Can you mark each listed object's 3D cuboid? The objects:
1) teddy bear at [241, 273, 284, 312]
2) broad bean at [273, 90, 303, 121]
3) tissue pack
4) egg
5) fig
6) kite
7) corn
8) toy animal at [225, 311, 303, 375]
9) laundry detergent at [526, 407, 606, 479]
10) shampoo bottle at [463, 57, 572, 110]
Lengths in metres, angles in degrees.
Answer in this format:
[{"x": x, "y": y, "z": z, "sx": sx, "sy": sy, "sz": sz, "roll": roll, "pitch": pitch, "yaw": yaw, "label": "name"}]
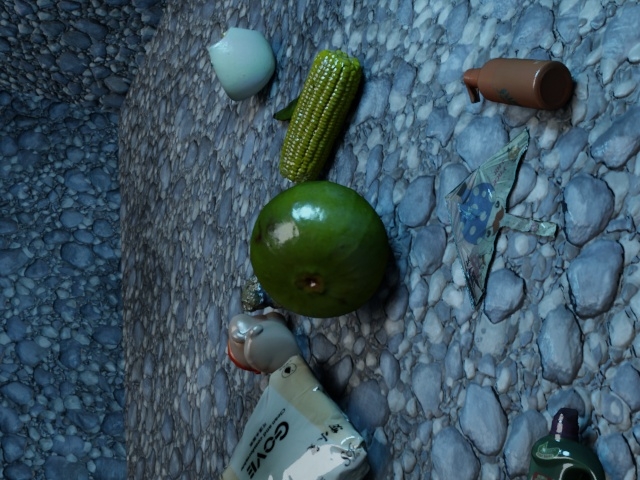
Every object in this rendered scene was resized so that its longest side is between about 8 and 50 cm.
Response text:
[{"x": -0.107, "y": 0.111, "z": 2.108, "sx": 0.251, "sy": 0.182, "sz": 0.129, "roll": -39, "pitch": 79, "yaw": 44, "label": "teddy bear"}, {"x": -0.061, "y": -0.360, "z": 2.262, "sx": 0.297, "sy": 0.043, "sz": 0.060, "roll": -24, "pitch": 51, "yaw": 59, "label": "broad bean"}, {"x": -0.058, "y": 0.487, "z": 1.842, "sx": 0.376, "sy": 0.195, "sz": 0.390, "roll": -61, "pitch": 31, "yaw": 9, "label": "tissue pack"}, {"x": -0.211, "y": -0.527, "z": 2.480, "sx": 0.271, "sy": 0.161, "sz": 0.207, "roll": -64, "pitch": -43, "yaw": -72, "label": "egg"}, {"x": 0.000, "y": 0.000, "z": 1.791, "sx": 0.316, "sy": 0.316, "sz": 0.316, "roll": -29, "pitch": 56, "yaw": 56, "label": "fig"}, {"x": 0.309, "y": -0.039, "z": 1.494, "sx": 0.314, "sy": 0.011, "sz": 0.336, "roll": 29, "pitch": 108, "yaw": 60, "label": "kite"}, {"x": -0.007, "y": -0.293, "z": 2.046, "sx": 0.345, "sy": 0.131, "sz": 0.131, "roll": -65, "pitch": 31, "yaw": 25, "label": "corn"}, {"x": -0.144, "y": 0.256, "z": 2.100, "sx": 0.197, "sy": 0.171, "sz": 0.172, "roll": 1, "pitch": 82, "yaw": 65, "label": "toy animal"}, {"x": 0.354, "y": 0.354, "z": 1.213, "sx": 0.144, "sy": 0.078, "sz": 0.222, "roll": 2, "pitch": 81, "yaw": 61, "label": "laundry detergent"}, {"x": 0.327, "y": -0.273, "z": 1.461, "sx": 0.244, "sy": 0.085, "sz": 0.086, "roll": 26, "pitch": 105, "yaw": 64, "label": "shampoo bottle"}]
